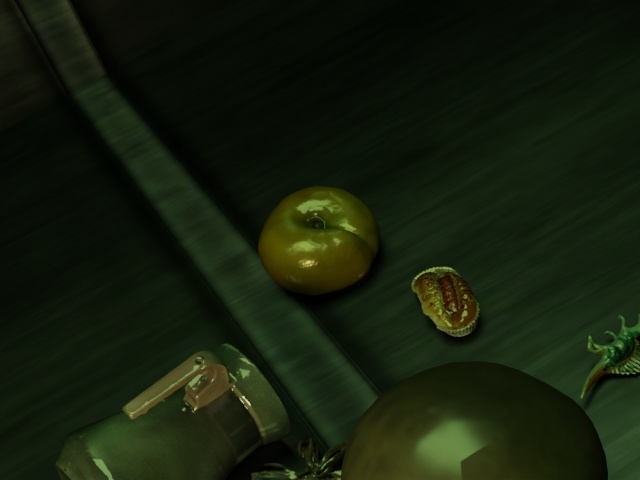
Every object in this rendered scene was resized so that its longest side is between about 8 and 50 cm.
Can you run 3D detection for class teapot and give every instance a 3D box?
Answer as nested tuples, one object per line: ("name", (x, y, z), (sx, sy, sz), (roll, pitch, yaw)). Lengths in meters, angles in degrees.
("teapot", (-0.242, 0.330, 1.777), (0.344, 0.300, 0.253), (-37, 56, -24))

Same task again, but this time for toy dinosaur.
("toy dinosaur", (0.489, 0.190, 1.774), (0.106, 0.044, 0.187), (8, 44, 13))

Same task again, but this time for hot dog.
("hot dog", (0.232, 0.109, 1.990), (0.099, 0.053, 0.192), (-27, 35, 1))

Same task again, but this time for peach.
("peach", (0.000, 0.000, 2.175), (0.251, 0.153, 0.251), (-4, 50, 4))

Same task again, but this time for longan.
("longan", (0.195, 0.337, 1.449), (0.404, 0.404, 0.336), (-33, 66, -13))

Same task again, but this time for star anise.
("star anise", (-0.015, 0.405, 1.737), (0.229, 0.093, 0.236), (14, 54, 31))
